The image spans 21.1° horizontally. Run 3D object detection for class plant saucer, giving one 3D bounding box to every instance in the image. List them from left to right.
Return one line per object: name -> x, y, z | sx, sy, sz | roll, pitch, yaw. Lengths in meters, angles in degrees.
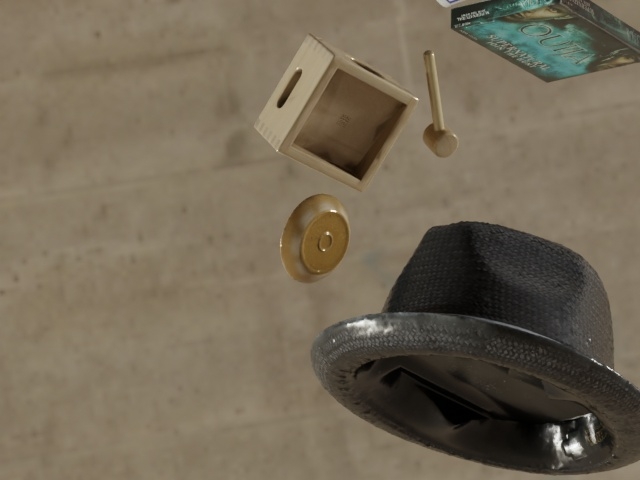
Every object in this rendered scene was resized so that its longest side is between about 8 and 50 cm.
plant saucer -> 0.000, 0.000, 1.539 | 0.083, 0.083, 0.015 | -7, -162, -42

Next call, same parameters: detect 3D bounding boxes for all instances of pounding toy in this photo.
pounding toy -> 0.060, -0.156, 1.986 | 0.206, 0.181, 0.094 | 25, -168, -31

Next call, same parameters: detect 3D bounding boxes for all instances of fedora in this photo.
fedora -> 0.155, 0.085, 1.502 | 0.334, 0.152, 0.334 | 11, 156, 5

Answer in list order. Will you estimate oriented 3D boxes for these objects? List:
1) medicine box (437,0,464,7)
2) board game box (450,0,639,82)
medicine box -> 0.124, -0.351, 1.342 | 0.289, 0.149, 0.263 | 41, 150, -27
board game box -> 0.233, -0.206, 1.718 | 0.126, 0.026, 0.186 | -9, 162, 37
